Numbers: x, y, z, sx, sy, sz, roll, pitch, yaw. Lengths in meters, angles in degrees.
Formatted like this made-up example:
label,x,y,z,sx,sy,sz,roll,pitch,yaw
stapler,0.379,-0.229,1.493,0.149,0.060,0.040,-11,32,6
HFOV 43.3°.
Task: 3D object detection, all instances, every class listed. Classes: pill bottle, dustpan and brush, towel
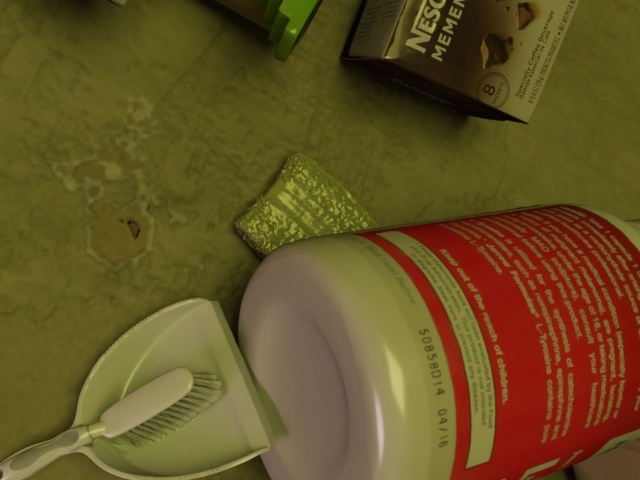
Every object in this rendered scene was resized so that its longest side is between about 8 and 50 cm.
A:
label,x,y,z,sx,sy,sz,roll,pitch,yaw
pill bottle,0.155,0.088,0.694,0.408,0.229,0.228,-8,86,-30
dustpan and brush,-0.160,0.144,0.637,0.211,0.060,0.147,-30,62,5
towel,0.000,0.000,0.756,0.148,0.027,0.110,43,69,-14

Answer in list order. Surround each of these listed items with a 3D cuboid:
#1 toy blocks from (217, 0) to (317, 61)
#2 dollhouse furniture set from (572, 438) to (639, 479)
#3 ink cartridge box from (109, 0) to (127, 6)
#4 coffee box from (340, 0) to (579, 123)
label,x,y,z,sx,sy,sz,roll,pitch,yaw
toy blocks,-0.063,-0.367,0.716,0.261,0.191,0.381,28,71,-6
dollhouse furniture set,0.443,0.222,0.788,0.304,0.286,0.198,-21,98,-20
ink cartridge box,-0.187,-0.330,0.617,0.223,0.045,0.223,32,92,11
coffee box,0.160,-0.279,0.764,0.168,0.119,0.297,20,97,-22
